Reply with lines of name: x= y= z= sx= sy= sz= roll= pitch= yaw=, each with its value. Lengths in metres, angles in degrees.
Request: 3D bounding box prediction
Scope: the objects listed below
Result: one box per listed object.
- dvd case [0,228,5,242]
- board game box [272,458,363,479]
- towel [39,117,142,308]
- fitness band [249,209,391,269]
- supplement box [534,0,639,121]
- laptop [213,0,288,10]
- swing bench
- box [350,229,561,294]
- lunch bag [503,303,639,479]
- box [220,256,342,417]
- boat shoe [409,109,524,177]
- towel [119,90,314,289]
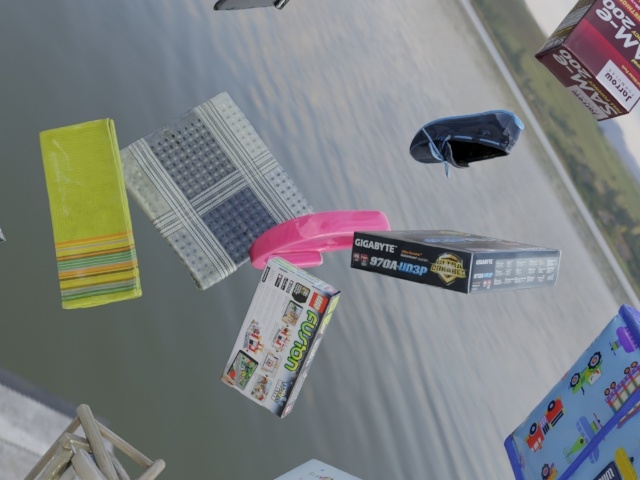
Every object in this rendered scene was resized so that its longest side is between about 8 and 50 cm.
dvd case: x=-0.571 y=-0.036 z=1.392 sx=0.013 sy=0.087 sz=0.119 roll=41 pitch=-32 yaw=53
board game box: x=0.074 y=0.369 z=0.811 sx=0.097 sy=0.303 sz=0.224 roll=-15 pitch=111 yaw=-47
towel: x=-0.297 y=-0.035 z=1.107 sx=0.021 sy=0.102 sz=0.237 roll=82 pitch=-3 yaw=-83
fitness band: x=0.000 y=0.000 z=1.574 sx=0.291 sy=0.209 sz=0.054 roll=-3 pitch=75 yaw=-46
supplement box: x=0.404 y=-0.288 z=1.121 sx=0.130 sy=0.239 sz=0.073 roll=41 pitch=-11 yaw=-12
laptop: x=-0.022 y=-0.497 z=1.040 sx=0.236 sy=0.382 sz=0.408 roll=16 pitch=34 yaw=-54
swing bench: x=-0.332 y=0.390 z=1.122 sx=0.165 sy=0.253 sz=0.254 roll=40 pitch=-2 yaw=-15
box: x=0.172 y=0.023 z=1.088 sx=0.220 sy=0.175 sz=0.051 roll=-1 pitch=100 yaw=-48
lunch bag: x=0.302 y=0.238 z=0.832 sx=0.138 sy=0.221 sz=0.293 roll=31 pitch=24 yaw=-5
box: x=-0.060 y=0.141 z=1.253 sx=0.114 sy=0.207 sz=0.036 roll=29 pitch=18 yaw=18
boat shoe: x=0.257 y=-0.182 z=1.629 sx=0.109 sy=0.258 sz=0.089 roll=32 pitch=65 yaw=-26
towel: x=-0.213 y=-0.103 z=1.702 sx=0.312 sy=0.056 sz=0.324 roll=-36 pitch=91 yaw=-30
